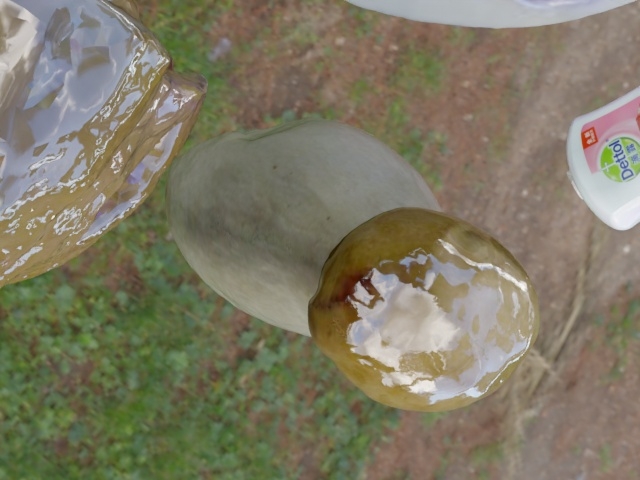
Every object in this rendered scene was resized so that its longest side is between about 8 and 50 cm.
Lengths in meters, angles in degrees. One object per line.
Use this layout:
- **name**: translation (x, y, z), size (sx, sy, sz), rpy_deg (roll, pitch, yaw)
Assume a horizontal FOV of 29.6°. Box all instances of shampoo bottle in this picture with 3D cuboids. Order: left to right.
- **shampoo bottle**: translation (0.179, -0.051, 0.659), size (0.099, 0.072, 0.043), rpy_deg (-29, 157, 31)

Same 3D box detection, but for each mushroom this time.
- **mushroom**: translation (0.000, 0.000, 0.678), size (0.128, 0.350, 0.128), rpy_deg (-5, 105, -19)

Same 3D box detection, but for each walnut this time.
- **walnut**: translation (-0.136, -0.064, 0.401), size (0.204, 0.141, 0.238), rpy_deg (-30, 126, -16)

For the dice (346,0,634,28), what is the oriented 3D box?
- **dice**: translation (0.081, -0.276, 0.619), size (0.251, 0.243, 0.259), rpy_deg (116, -25, -71)
